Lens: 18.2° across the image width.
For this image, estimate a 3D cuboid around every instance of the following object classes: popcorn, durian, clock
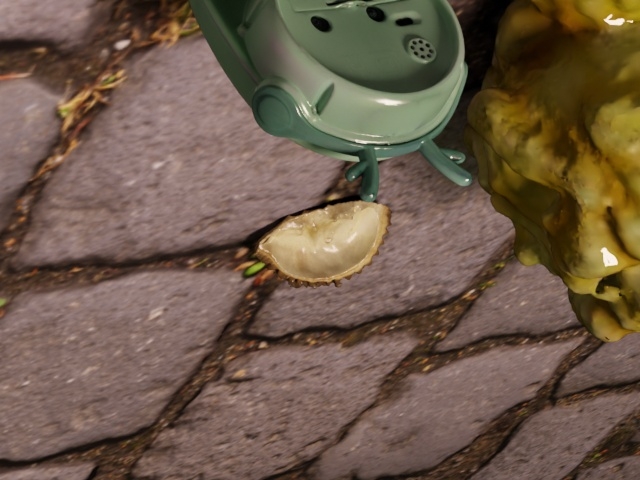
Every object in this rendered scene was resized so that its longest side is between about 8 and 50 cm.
[{"bbox_3d":[0.249,-0.073,1.506,0.274,0.279,0.335,-7,168,2],"label":"popcorn"},{"bbox_3d":[0.004,0.006,1.665,0.130,0.052,0.066,-17,151,-19],"label":"durian"},{"bbox_3d":[0.022,-0.118,1.249,0.159,0.211,0.066,-13,153,-33],"label":"clock"}]
